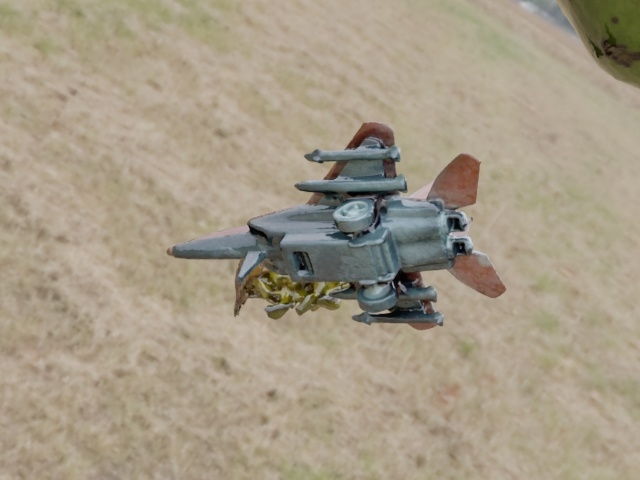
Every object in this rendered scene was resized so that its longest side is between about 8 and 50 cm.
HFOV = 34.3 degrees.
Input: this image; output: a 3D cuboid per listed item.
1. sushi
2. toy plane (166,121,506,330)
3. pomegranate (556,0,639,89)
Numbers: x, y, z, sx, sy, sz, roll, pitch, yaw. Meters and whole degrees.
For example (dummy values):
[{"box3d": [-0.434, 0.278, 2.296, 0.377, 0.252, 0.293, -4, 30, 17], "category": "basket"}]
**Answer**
[{"box3d": [-0.021, 0.044, 1.568, 0.167, 0.296, 0.179, 43, 43, -65], "category": "sushi"}, {"box3d": [-0.001, 0.004, 0.959, 0.104, 0.326, 0.223, -75, 152, -57], "category": "toy plane"}, {"box3d": [0.302, -0.243, 0.827, 0.214, 0.248, 0.214, 21, 33, -14], "category": "pomegranate"}]
